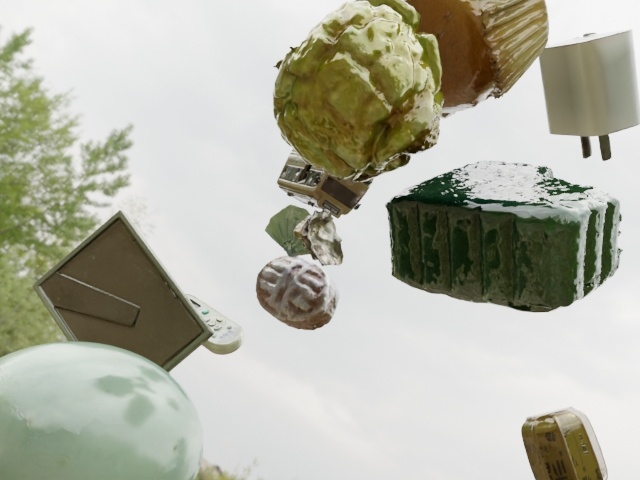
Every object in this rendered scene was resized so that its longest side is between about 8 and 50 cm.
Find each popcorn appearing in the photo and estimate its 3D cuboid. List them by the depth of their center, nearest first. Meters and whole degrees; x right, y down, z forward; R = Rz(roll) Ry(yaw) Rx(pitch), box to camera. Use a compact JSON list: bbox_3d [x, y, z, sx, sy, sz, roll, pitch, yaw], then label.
[{"bbox_3d":[0.052,-0.226,0.954,0.247,0.282,0.282,49,-28,-24],"label":"popcorn"}]

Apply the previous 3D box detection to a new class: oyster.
[{"bbox_3d":[-0.006,-0.006,1.057,0.051,0.103,0.148,-8,-20,19],"label":"oyster"}]

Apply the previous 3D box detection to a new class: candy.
[{"bbox_3d":[-0.072,0.167,1.954,0.289,0.214,0.157,24,-15,39],"label":"candy"}]

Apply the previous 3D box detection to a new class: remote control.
[{"bbox_3d":[-0.240,0.170,1.256,0.221,0.078,0.042,24,-50,38],"label":"remote control"}]

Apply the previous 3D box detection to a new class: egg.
[{"bbox_3d":[-0.332,0.284,0.864,0.276,0.276,0.389,16,-12,35],"label":"egg"}]

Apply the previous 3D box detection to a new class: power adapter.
[{"bbox_3d":[0.553,-0.290,1.266,0.187,0.124,0.255,-140,-145,-71],"label":"power adapter"}]

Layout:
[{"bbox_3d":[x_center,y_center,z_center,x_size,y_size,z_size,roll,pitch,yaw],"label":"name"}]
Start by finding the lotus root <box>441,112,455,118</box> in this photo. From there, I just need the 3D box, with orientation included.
[{"bbox_3d":[0.304,-0.405,1.564,0.180,0.188,0.199,52,0,-4],"label":"lotus root"}]

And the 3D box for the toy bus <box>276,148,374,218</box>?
[{"bbox_3d":[0.005,-0.157,1.579,0.139,0.157,0.289,31,-4,-29],"label":"toy bus"}]

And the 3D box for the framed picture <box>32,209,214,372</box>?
[{"bbox_3d":[-0.386,0.131,1.187,0.324,0.240,0.020,48,0,16],"label":"framed picture"}]

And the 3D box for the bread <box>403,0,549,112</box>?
[{"bbox_3d":[0.235,-0.357,1.122,0.236,0.183,0.388,59,-14,-12],"label":"bread"}]

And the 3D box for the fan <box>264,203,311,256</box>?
[{"bbox_3d":[-0.068,-0.023,1.553,0.009,0.131,0.240,9,6,-42],"label":"fan"}]

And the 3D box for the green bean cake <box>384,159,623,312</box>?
[{"bbox_3d":[0.296,-0.014,0.940,0.308,0.300,0.169,10,-68,45],"label":"green bean cake"}]

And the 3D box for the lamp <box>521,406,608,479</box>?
[{"bbox_3d":[0.546,0.477,1.381,0.161,0.185,0.161,-12,-18,-4],"label":"lamp"}]
